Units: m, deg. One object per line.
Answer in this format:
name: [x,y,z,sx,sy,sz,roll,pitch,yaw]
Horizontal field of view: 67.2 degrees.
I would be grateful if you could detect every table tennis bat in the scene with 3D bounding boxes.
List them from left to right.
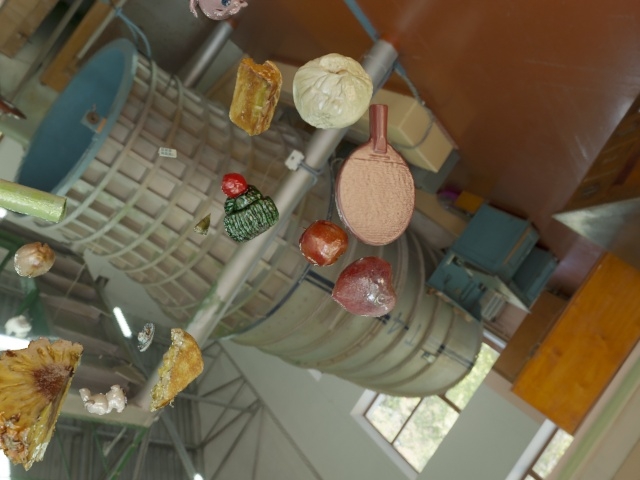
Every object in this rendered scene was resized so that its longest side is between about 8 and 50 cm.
table tennis bat: [0.166,-0.191,1.410,0.268,0.415,0.051,2,178,-25]

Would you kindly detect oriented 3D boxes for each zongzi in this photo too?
zongzi: [-0.550,-0.084,2.266,0.052,0.113,0.104,21,176,3]

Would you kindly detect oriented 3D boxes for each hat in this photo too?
hat: [-0.377,-0.178,2.345,0.332,0.274,0.242,62,-179,-17]

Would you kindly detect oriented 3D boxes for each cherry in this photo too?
cherry: [0.171,0.179,1.853,0.239,0.239,0.206,34,-155,7]

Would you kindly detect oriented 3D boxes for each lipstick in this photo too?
lipstick: [-0.828,-0.123,1.258,0.304,0.076,0.076,20,-173,-26]

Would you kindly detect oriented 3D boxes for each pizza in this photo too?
pizza: [-0.529,0.466,1.710,0.075,0.288,0.280,12,133,19]

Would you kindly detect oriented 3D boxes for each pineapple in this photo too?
pineapple: [-0.766,0.428,1.193,0.208,0.286,0.344,22,-161,-13]

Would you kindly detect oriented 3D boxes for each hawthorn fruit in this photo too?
hawthorn fruit: [0.000,0.000,1.808,0.200,0.179,0.179,43,-178,11]

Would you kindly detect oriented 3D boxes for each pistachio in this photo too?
pistachio: [-1.135,0.080,1.906,0.144,0.144,0.215,34,143,-30]

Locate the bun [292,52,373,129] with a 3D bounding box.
bun: [0.035,-0.408,1.285,0.220,0.220,0.134,34,163,14]

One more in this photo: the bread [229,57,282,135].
bread: [-0.277,-0.626,2.092,0.195,0.149,0.344,37,140,5]

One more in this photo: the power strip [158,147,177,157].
power strip: [-0.754,-0.434,2.381,0.090,0.040,0.016,3,164,-31]

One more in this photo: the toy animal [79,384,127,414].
toy animal: [-0.641,0.476,1.419,0.124,0.085,0.071,-6,-150,-40]

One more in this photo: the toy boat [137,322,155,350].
toy boat: [-0.766,0.418,2.104,0.059,0.140,0.066,-7,140,15]

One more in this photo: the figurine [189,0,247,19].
figurine: [-0.384,-0.862,1.598,0.287,0.176,0.186,45,150,15]
